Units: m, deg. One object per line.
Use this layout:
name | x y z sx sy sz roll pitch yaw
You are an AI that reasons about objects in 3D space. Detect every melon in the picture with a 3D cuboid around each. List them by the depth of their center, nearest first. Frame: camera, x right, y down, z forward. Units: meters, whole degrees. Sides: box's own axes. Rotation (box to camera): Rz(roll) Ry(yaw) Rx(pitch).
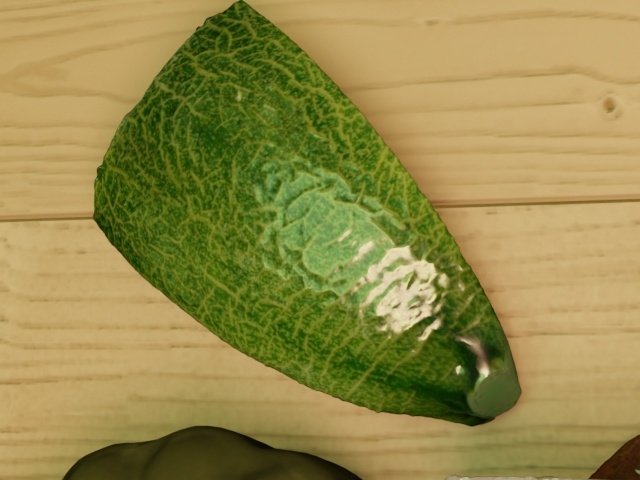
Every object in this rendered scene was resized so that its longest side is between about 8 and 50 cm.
melon | 0.000 0.000 1.046 0.323 0.124 0.196 41 103 27

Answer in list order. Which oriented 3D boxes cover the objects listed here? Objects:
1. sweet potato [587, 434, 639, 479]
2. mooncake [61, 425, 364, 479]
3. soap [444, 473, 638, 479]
sweet potato | 0.179 0.173 0.960 0.068 0.068 0.226 40 94 26
mooncake | -0.085 0.289 0.965 0.351 0.187 0.351 -8 70 24
soap | 0.130 0.355 0.815 0.156 0.261 0.446 1 77 7
